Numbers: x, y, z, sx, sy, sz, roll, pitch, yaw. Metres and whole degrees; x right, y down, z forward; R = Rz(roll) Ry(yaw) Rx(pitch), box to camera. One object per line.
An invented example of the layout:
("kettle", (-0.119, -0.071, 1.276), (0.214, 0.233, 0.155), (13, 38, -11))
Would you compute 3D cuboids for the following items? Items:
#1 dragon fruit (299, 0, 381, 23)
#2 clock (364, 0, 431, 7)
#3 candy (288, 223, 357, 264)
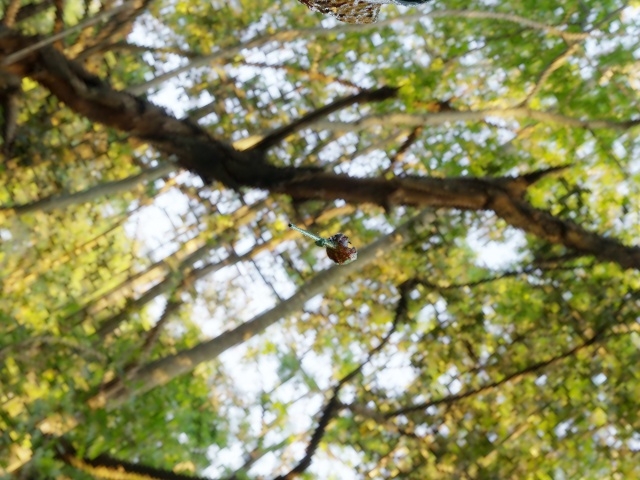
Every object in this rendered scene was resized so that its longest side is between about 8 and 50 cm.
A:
("dragon fruit", (0.003, -0.414, 1.336), (0.317, 0.152, 0.205), (106, -30, -70))
("clock", (0.070, -0.377, 1.094), (0.055, 0.280, 0.281), (6, -56, 38))
("candy", (0.000, 0.000, 1.714), (0.055, 0.049, 0.184), (26, 1, 34))
